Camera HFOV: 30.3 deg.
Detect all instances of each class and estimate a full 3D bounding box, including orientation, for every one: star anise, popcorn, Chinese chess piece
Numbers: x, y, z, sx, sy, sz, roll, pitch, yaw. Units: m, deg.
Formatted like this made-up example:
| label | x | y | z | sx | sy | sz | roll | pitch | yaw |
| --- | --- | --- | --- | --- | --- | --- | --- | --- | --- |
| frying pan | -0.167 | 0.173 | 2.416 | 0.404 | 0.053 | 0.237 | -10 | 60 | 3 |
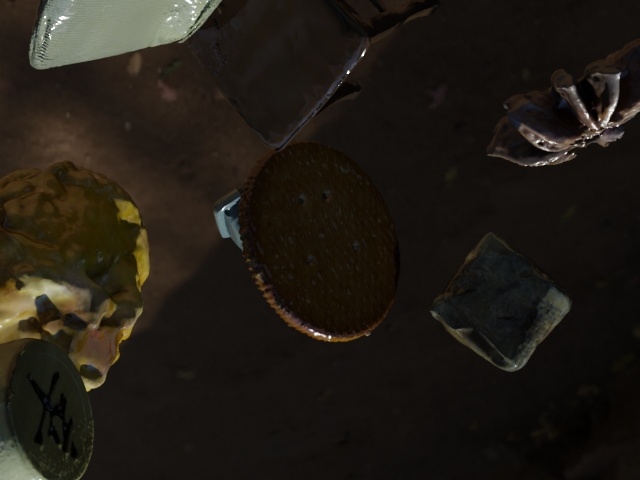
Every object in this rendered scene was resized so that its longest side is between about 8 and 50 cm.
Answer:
| label | x | y | z | sx | sy | sz | roll | pitch | yaw |
| --- | --- | --- | --- | --- | --- | --- | --- | --- | --- |
| star anise | 0.308 | -0.157 | 1.398 | 0.236 | 0.093 | 0.229 | -35 | 162 | 23 |
| popcorn | -0.469 | 0.070 | 1.976 | 0.344 | 0.390 | 0.354 | 14 | 145 | -19 |
| Chinese chess piece | -0.337 | 0.206 | 1.367 | 0.083 | 0.188 | 0.188 | -17 | 140 | 18 |

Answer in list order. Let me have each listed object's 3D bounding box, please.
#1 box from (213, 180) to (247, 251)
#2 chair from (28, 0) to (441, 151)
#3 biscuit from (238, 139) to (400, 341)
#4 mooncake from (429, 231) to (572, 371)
| label | x | y | z | sx | sy | sz | roll | pitch | yaw |
| --- | --- | --- | --- | --- | --- | --- | --- | --- | --- |
| box | -0.077 | -0.041 | 1.866 | 0.162 | 0.130 | 0.227 | -34 | 173 | -7 |
| chair | -0.062 | -0.182 | 0.999 | 0.160 | 0.186 | 0.319 | -43 | 175 | 40 |
| biscuit | 0.000 | 0.000 | 1.695 | 0.305 | 0.305 | 0.038 | 23 | 151 | -36 |
| mooncake | 0.205 | 0.073 | 1.338 | 0.125 | 0.130 | 0.073 | -52 | 158 | 7 |
